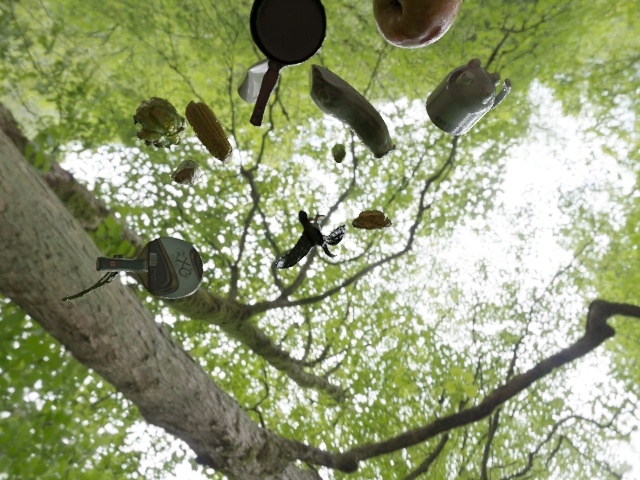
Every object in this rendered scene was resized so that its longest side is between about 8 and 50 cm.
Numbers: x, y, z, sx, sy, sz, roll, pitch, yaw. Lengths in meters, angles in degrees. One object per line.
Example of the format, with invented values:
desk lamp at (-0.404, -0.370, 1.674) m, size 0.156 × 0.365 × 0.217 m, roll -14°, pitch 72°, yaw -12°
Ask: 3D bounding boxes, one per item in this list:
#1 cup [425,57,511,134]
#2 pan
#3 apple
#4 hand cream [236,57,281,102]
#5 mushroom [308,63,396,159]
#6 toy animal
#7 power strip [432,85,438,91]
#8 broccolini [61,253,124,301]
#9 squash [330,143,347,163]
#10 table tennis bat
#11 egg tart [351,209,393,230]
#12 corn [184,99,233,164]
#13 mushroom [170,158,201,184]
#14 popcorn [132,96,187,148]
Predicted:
cup at (0.367, -0.343, 1.074) m, size 0.174 × 0.142 × 0.134 m, roll 22°, pitch -117°, yaw -11°
pan at (-0.062, -0.272, 0.667) m, size 0.115 × 0.211 × 0.040 m, roll 20°, pitch -167°, yaw -2°
apple at (0.217, -0.543, 0.992) m, size 0.164 × 0.209 × 0.209 m, roll -29°, pitch -141°, yaw -27°
hand cream at (-0.107, -0.287, 0.780) m, size 0.087 × 0.054 × 0.186 m, roll -31°, pitch -168°, yaw -17°
mushroom at (0.093, -0.370, 1.287) m, size 0.109 × 0.351 × 0.097 m, roll -49°, pitch -161°, yaw 10°
toy animal at (0.001, -0.012, 1.456) m, size 0.273 × 0.197 × 0.160 m, roll -24°, pitch -114°, yaw 32°
power strip at (0.367, -0.415, 1.285) m, size 0.090 × 0.016 × 0.040 m, roll 38°, pitch -113°, yaw 7°
broccolini at (-0.605, 0.111, 1.198) m, size 0.194 × 0.054 × 0.052 m, roll -37°, pitch -128°, yaw -14°
squash at (0.073, -0.337, 1.748) m, size 0.067 × 0.066 × 0.201 m, roll -11°, pitch -157°, yaw 7°
table tennis bat at (-0.444, 0.069, 1.196) m, size 0.023 × 0.301 × 0.173 m, roll -14°, pitch -105°, yaw 39°
egg tart at (0.158, -0.062, 1.354) m, size 0.131 × 0.052 × 0.130 m, roll 0°, pitch -164°, yaw 0°
corn at (-0.511, -0.504, 2.043) m, size 0.130 × 0.130 × 0.346 m, roll -30°, pitch -102°, yaw -16°
mushroom at (-0.491, -0.244, 1.651) m, size 0.116 × 0.093 × 0.225 m, roll -34°, pitch -153°, yaw -15°
popcorn at (-0.580, -0.409, 1.581) m, size 0.198 × 0.197 × 0.212 m, roll 4°, pitch -124°, yaw 24°
